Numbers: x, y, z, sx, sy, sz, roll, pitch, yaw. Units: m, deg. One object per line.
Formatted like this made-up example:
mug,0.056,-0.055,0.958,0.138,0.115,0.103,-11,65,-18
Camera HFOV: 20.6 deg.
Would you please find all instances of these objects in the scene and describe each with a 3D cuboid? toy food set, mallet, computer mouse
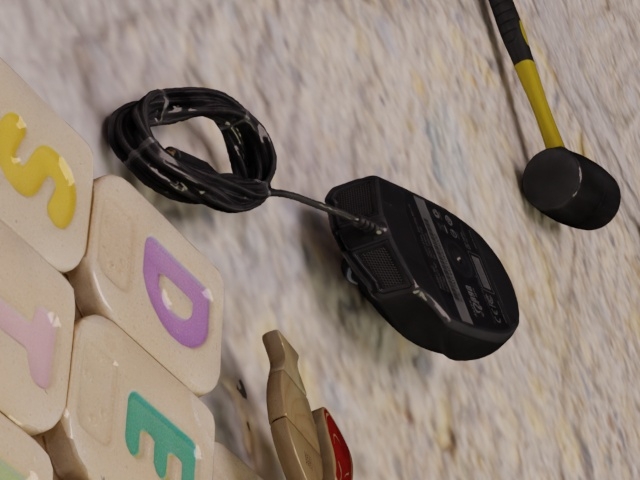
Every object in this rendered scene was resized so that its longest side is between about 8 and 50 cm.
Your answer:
toy food set,-0.002,0.095,0.556,0.122,0.019,0.078,-97,161,-49
mallet,0.114,-0.094,0.990,0.062,0.039,0.190,8,58,-61
computer mouse,0.000,0.000,0.665,0.242,0.041,0.071,26,38,-48

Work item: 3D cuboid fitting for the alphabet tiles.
alphabet tiles,-0.074,0.080,0.446,0.278,0.021,0.284,48,30,-39
